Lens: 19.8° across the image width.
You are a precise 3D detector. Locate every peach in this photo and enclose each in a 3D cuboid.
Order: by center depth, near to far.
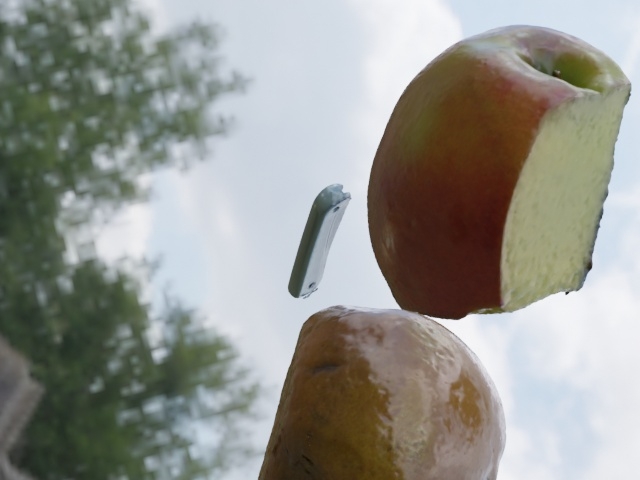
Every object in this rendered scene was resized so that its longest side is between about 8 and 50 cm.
[{"bbox_3d":[0.181,-0.065,2.179,0.306,0.242,0.380,40,-50,42],"label":"peach"}]

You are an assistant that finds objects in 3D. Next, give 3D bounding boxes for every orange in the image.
[{"bbox_3d":[0.048,0.179,1.457,0.249,0.183,0.249,-166,-90,-87],"label":"orange"}]

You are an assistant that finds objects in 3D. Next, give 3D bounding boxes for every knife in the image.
[{"bbox_3d":[0.000,0.000,1.757,0.023,0.044,0.162,46,-32,19],"label":"knife"}]
